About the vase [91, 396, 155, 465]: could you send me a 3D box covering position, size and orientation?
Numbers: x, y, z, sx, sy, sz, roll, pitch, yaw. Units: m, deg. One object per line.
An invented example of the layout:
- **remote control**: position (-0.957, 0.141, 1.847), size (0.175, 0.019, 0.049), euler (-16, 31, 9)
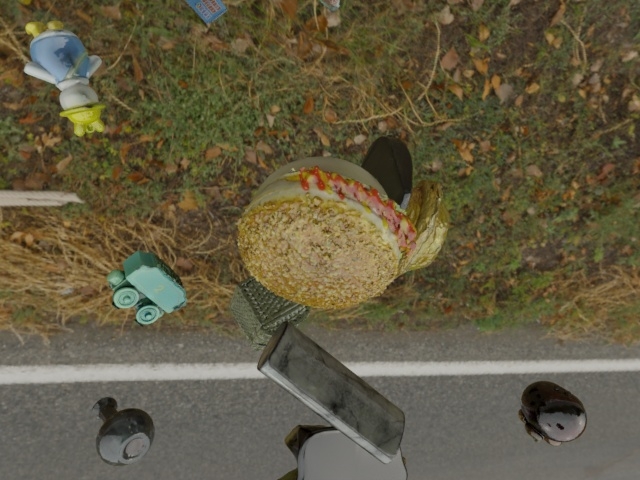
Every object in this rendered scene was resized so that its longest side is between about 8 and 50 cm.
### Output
- **vase**: position (-0.447, 0.410, 0.992), size (0.120, 0.183, 0.120), euler (-17, 115, -42)

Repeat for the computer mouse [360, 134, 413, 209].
- **computer mouse**: position (0.167, -0.130, 1.077), size (0.087, 0.295, 0.168), euler (14, 134, -20)

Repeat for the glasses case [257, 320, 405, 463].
- **glasses case**: position (0.026, 0.276, 0.823), size (0.299, 0.114, 0.060), euler (40, 130, -10)

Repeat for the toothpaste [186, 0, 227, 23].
- **toothpaste**: position (-0.231, -0.443, 0.709), size (0.053, 0.066, 0.272), euler (-33, 174, 8)

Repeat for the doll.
- **doll**: position (-0.532, -0.344, 0.953), size (0.099, 0.135, 0.240), euler (-14, 102, 17)

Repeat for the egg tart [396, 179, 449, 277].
- **egg tart**: position (0.294, -0.022, 1.327), size (0.128, 0.319, 0.319), euler (22, 132, -5)

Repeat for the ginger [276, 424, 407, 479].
- **ginger**: position (0.015, 0.587, 1.082), size (0.413, 0.358, 0.211), euler (39, 157, -29)

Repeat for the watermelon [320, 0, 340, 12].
- **watermelon**: position (-0.009, -0.501, 0.817), size (0.187, 0.139, 0.071), euler (31, 108, -35)

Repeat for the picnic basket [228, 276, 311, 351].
- **picnic basket**: position (-0.119, 0.167, 1.068), size (0.134, 0.154, 0.196), euler (-28, 167, -26)

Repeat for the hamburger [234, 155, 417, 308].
- **hamburger**: position (0.000, 0.000, 0.758), size (0.276, 0.179, 0.294), euler (30, 131, -19)

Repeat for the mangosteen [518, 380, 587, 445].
- **mangosteen**: position (0.482, 0.371, 0.949), size (0.140, 0.140, 0.140), euler (-7, 138, -6)

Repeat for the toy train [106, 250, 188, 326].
- **toy train**: position (-0.483, 0.132, 1.258), size (0.163, 0.112, 0.203), euler (-39, 132, -6)
